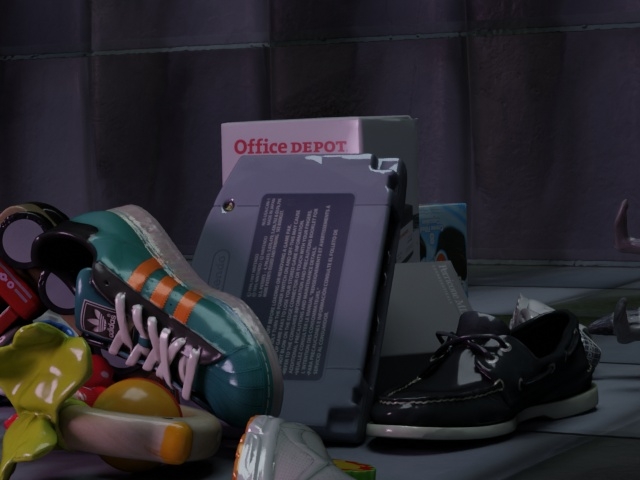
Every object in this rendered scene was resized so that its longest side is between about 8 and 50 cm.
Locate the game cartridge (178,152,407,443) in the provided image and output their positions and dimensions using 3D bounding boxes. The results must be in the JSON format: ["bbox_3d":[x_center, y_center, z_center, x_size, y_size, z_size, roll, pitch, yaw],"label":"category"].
[{"bbox_3d":[-0.032,0.052,1.664,0.198,0.297,0.062,-2,-30,23],"label":"game cartridge"}]

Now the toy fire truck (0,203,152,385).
[{"bbox_3d":[-0.307,0.113,1.717,0.246,0.217,0.158,-43,1,5],"label":"toy fire truck"}]

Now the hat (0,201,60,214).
[{"bbox_3d":[-0.495,0.011,2.297,0.331,0.134,0.331,-26,-21,-10],"label":"hat"}]

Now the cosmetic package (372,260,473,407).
[{"bbox_3d":[0.039,0.100,1.774,0.238,0.127,0.107,-6,-38,-25],"label":"cosmetic package"}]

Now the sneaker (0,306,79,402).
[{"bbox_3d":[-0.411,0.112,1.842,0.236,0.130,0.323,-7,-8,45],"label":"sneaker"}]

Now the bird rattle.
[{"bbox_3d":[-0.187,0.160,1.470,0.207,0.143,0.253,11,-8,8],"label":"bird rattle"}]

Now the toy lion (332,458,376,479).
[{"bbox_3d":[-0.007,0.184,1.389,0.096,0.034,0.100,5,0,-23],"label":"toy lion"}]

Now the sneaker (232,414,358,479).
[{"bbox_3d":[0.001,0.178,1.049,0.121,0.099,0.262,6,11,2],"label":"sneaker"}]

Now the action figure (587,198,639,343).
[{"bbox_3d":[0.488,0.059,1.982,0.330,0.178,0.341,16,26,-2],"label":"action figure"}]

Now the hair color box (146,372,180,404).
[{"bbox_3d":[-0.185,0.152,1.869,0.141,0.043,0.072,2,4,34],"label":"hair color box"}]

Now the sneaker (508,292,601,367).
[{"bbox_3d":[0.272,0.120,2.070,0.095,0.090,0.235,11,7,-1],"label":"sneaker"}]

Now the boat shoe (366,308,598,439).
[{"bbox_3d":[0.160,0.122,1.653,0.127,0.113,0.340,2,5,43],"label":"boat shoe"}]

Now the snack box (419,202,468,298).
[{"bbox_3d":[0.095,0.047,2.368,0.060,0.187,0.322,1,4,37],"label":"snack box"}]

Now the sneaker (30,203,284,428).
[{"bbox_3d":[-0.155,0.078,1.570,0.121,0.108,0.302,-13,40,-37],"label":"sneaker"}]

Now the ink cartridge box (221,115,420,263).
[{"bbox_3d":[0.000,0.000,2.152,0.223,0.307,0.129,1,3,37],"label":"ink cartridge box"}]
